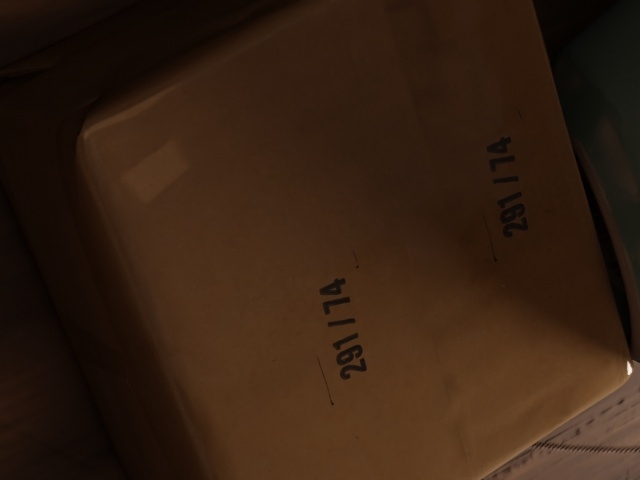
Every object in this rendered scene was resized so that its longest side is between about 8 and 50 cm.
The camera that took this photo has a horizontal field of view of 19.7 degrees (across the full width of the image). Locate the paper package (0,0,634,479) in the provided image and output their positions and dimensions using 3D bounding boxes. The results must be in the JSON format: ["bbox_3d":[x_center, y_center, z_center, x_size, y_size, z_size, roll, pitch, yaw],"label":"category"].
[{"bbox_3d":[0.000,0.000,1.100,0.309,0.168,0.325,-30,114,-22],"label":"paper package"}]

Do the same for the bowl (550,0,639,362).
[{"bbox_3d":[0.240,-0.035,1.177,0.163,0.311,0.311,-19,112,-2],"label":"bowl"}]
